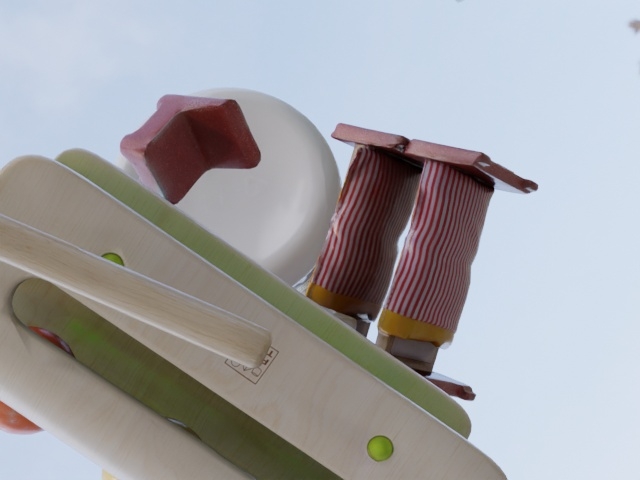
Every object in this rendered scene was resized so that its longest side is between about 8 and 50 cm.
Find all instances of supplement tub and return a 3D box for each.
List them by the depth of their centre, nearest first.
[{"bbox_3d":[-0.087,0.003,1.300,0.235,0.235,0.325,-51,-15,-14],"label":"supplement tub"}]

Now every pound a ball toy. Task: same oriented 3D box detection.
[{"bbox_3d":[-0.077,0.070,0.545,0.319,0.208,0.136,34,-86,-5],"label":"pound a ball toy"}]

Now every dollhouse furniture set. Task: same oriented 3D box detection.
[{"bbox_3d":[0.000,0.000,0.904,0.374,0.152,0.201,15,-89,-55],"label":"dollhouse furniture set"}]

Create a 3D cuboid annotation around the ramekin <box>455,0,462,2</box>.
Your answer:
[{"bbox_3d":[0.133,-0.397,1.138,0.148,0.303,0.303,-25,-46,11],"label":"ramekin"}]
